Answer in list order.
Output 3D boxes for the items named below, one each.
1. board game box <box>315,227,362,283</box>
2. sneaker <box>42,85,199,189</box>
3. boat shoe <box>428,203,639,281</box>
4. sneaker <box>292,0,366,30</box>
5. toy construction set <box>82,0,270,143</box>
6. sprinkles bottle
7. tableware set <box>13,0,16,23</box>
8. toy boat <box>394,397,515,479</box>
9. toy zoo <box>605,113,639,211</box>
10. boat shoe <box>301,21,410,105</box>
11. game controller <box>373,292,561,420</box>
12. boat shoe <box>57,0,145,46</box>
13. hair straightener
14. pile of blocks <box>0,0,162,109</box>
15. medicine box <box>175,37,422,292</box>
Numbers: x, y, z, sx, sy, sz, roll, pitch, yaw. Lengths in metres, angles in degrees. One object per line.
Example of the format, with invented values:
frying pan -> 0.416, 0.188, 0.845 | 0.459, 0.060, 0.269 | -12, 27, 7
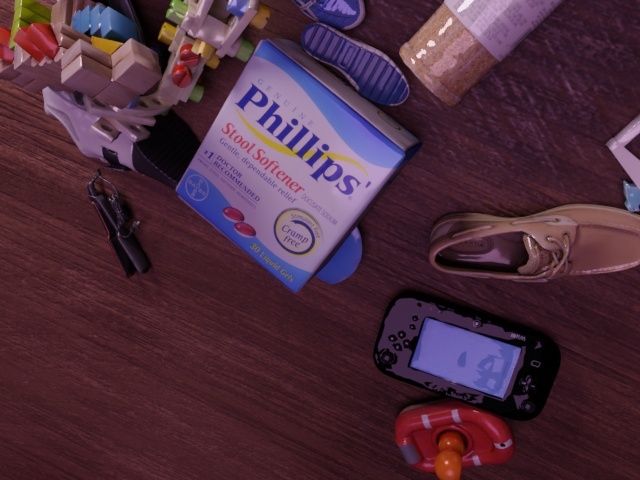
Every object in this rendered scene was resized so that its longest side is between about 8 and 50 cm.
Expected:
board game box -> 0.000, 0.000, 0.960 | 0.168, 0.033, 0.133 | 25, 119, 12
sneaker -> -0.352, -0.185, 0.941 | 0.330, 0.122, 0.146 | 39, 134, -4
boat shoe -> 0.344, 0.019, 0.824 | 0.340, 0.110, 0.122 | -3, 113, 17
sneaker -> -0.028, -0.380, 0.765 | 0.211, 0.081, 0.080 | 34, 118, -1
toy construction set -> -0.207, -0.272, 0.778 | 0.327, 0.215, 0.151 | -38, 131, 22
sprinkles bottle -> 0.265, -0.341, 0.676 | 0.121, 0.121, 0.355 | 43, 118, -6
tableware set -> -0.501, -0.345, 0.951 | 0.168, 0.020, 0.141 | 28, 118, 3
toy boat -> 0.254, 0.398, 1.000 | 0.231, 0.151, 0.151 | -21, 107, 23
toy zoo -> 0.556, -0.147, 0.733 | 0.192, 0.030, 0.293 | 38, 118, -3
boat shoe -> 0.061, -0.275, 0.796 | 0.183, 0.066, 0.066 | 36, 118, -2
game controller -> 0.262, 0.209, 0.951 | 0.319, 0.067, 0.167 | 17, 109, 7
boat shoe -> -0.372, -0.440, 0.815 | 0.119, 0.121, 0.335 | -5, 123, 31
hair straightener -> -0.398, -0.036, 1.056 | 0.088, 0.047, 0.231 | -12, 106, 20
pile of blocks -> -0.357, -0.279, 0.709 | 0.362, 0.112, 0.149 | 18, 90, 36
medicine box -> -0.037, -0.117, 0.827 | 0.263, 0.149, 0.289 | 40, 117, 5
